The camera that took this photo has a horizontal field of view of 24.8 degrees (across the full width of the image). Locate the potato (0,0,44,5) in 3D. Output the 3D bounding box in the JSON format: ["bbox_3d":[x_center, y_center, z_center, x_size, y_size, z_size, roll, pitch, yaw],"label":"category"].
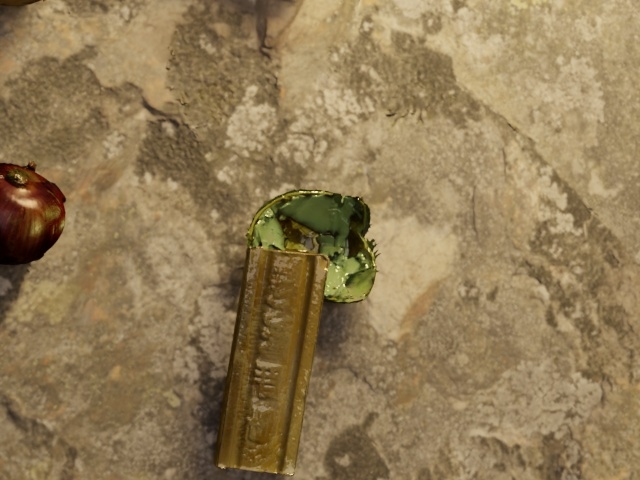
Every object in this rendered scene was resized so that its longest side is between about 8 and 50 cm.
[{"bbox_3d":[-0.340,-0.324,1.575,0.176,0.137,0.137,28,77,12],"label":"potato"}]

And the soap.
[{"bbox_3d":[-0.054,0.133,1.609,0.092,0.037,0.252,9,94,-9],"label":"soap"}]

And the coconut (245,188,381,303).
[{"bbox_3d":[-0.001,0.003,1.654,0.158,0.055,0.133,43,75,-8],"label":"coconut"}]

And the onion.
[{"bbox_3d":[-0.332,-0.027,1.545,0.117,0.118,0.119,19,80,4],"label":"onion"}]
